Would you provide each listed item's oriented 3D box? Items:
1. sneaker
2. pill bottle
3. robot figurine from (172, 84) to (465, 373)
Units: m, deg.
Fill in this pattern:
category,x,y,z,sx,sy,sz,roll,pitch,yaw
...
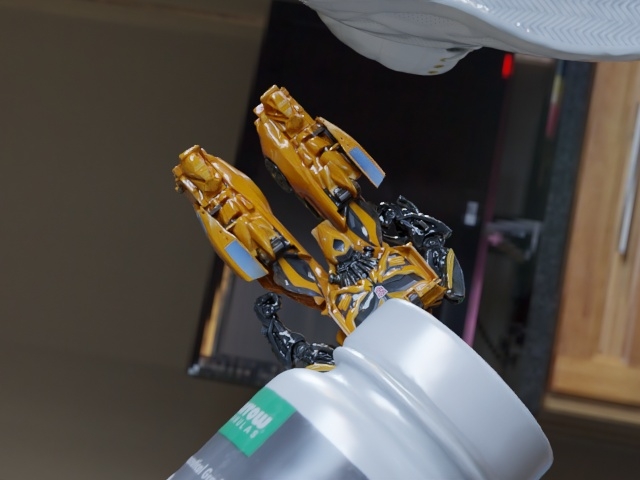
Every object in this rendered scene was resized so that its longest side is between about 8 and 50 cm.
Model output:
category,x,y,z,sx,sy,sz,roll,pitch,yaw
sneaker,0.122,-0.172,0.966,0.169,0.292,0.108,28,-104,-74
pill bottle,-0.019,0.223,0.981,0.361,0.204,0.204,-43,-16,-12
robot figurine,0.000,0.000,1.325,0.211,0.291,0.085,-39,-16,-12
